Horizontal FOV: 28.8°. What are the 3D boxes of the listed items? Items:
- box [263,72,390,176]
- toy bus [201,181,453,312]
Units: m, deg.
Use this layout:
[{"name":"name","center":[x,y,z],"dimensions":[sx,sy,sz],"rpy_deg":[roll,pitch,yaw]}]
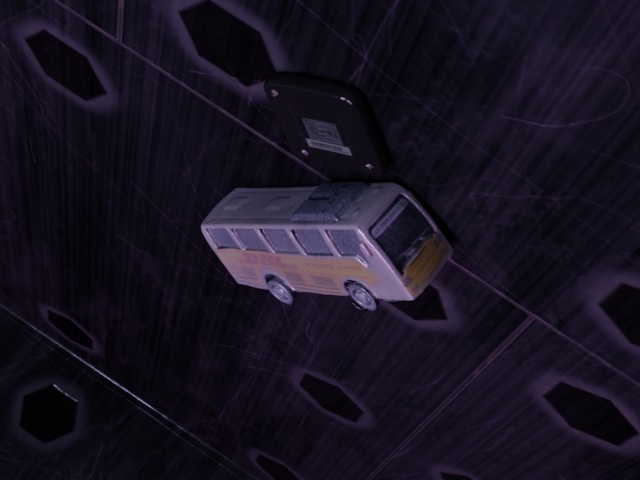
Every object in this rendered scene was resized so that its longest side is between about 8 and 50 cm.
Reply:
[{"name":"box","center":[0.005,-0.123,1.323],"dimensions":[0.126,0.027,0.125],"rpy_deg":[16,149,35]},{"name":"toy bus","center":[0.000,0.000,1.474],"dimensions":[0.343,0.097,0.138],"rpy_deg":[1,131,53]}]
